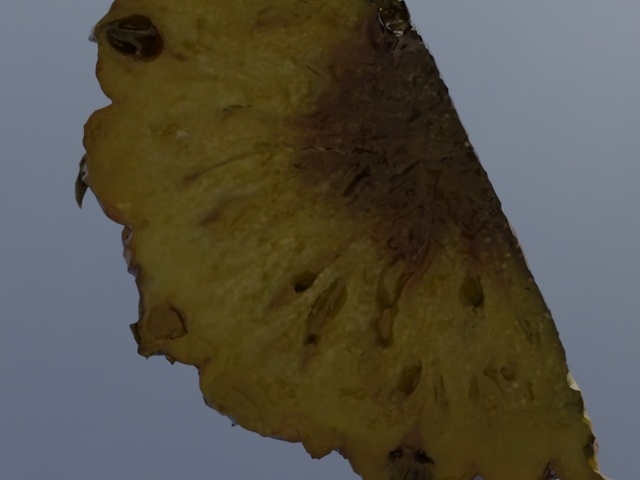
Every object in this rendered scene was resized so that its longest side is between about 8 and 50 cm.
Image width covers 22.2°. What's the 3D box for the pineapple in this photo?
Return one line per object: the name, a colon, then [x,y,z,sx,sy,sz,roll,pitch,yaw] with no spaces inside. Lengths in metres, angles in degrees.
pineapple: [-0.003,-0.005,0.608,0.140,0.164,0.250,-26,-93,4]
